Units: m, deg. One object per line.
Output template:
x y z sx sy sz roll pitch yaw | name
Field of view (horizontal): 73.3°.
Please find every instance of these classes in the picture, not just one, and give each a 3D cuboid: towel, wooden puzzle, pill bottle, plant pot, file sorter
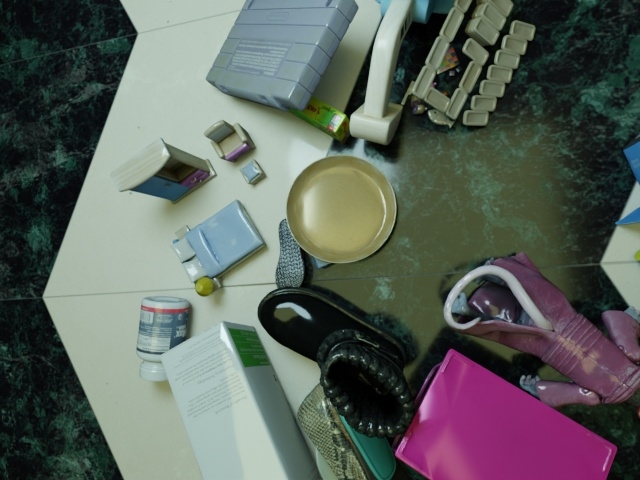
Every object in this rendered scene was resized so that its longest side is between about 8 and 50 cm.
0.000 0.000 0.957 0.067 0.029 0.119 -22 82 6 | towel
0.265 -0.386 0.917 0.049 0.006 0.083 -21 83 13 | wooden puzzle
-0.369 0.226 1.002 0.108 0.108 0.180 6 90 14 | pill bottle
0.044 -0.067 0.929 0.237 0.032 0.236 -1 82 4 | plant pot
0.300 0.371 0.770 0.291 0.182 0.202 30 72 14 | file sorter

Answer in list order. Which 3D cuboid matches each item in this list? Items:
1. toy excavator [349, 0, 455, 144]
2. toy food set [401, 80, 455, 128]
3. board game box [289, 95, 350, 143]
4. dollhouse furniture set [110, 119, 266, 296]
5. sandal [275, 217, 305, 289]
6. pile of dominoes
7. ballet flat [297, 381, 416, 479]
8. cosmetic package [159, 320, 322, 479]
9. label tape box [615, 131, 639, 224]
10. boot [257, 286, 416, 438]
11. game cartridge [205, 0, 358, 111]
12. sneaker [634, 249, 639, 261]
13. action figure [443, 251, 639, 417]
0.159 -0.470 0.809 0.223 0.433 0.445 19 61 14 | toy excavator
0.238 -0.296 0.913 0.122 0.019 0.077 26 94 14 | toy food set
-0.021 -0.284 0.941 0.181 0.092 0.043 33 95 13 | board game box
-0.239 -0.064 0.934 0.286 0.198 0.303 -32 81 11 | dollhouse furniture set
-0.065 0.037 0.973 0.067 0.040 0.179 -3 73 9 | sandal
0.301 -0.361 0.857 0.196 0.040 0.251 24 96 -25 | pile of dominoes
0.114 0.510 0.862 0.182 0.164 0.482 -46 71 30 | ballet flat
-0.155 0.364 0.864 0.155 0.197 0.365 -30 73 2 | cosmetic package
0.627 -0.189 0.692 0.347 0.249 0.115 -45 79 8 | label tape box
0.012 0.207 0.810 0.348 0.260 0.131 19 101 9 | boot
-0.100 -0.398 0.900 0.355 0.068 0.230 31 98 45 | game cartridge
0.655 0.014 0.781 0.144 0.053 0.059 -34 86 16 | sneaker
0.425 0.159 0.733 0.370 0.276 0.248 38 91 27 | action figure
